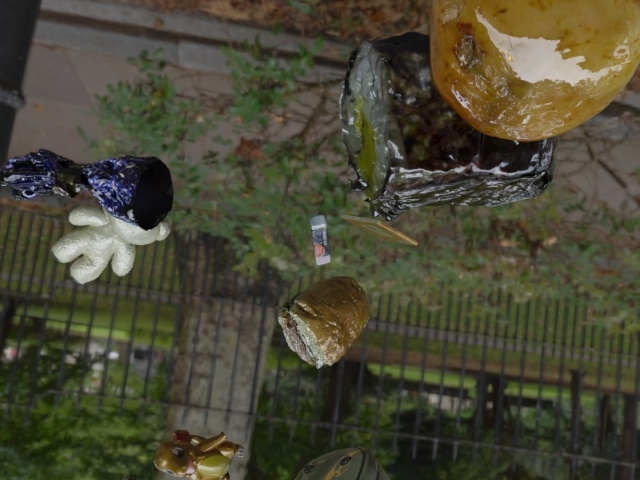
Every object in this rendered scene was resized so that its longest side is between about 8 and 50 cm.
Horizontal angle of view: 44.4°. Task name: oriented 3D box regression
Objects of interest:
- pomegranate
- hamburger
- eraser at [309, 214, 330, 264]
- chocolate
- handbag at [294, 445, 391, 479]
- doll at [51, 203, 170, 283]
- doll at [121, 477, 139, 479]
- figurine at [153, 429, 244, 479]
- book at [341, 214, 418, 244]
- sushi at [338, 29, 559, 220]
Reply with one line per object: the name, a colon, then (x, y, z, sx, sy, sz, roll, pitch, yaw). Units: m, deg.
pomegranate: (0.231, -0.223, 0.835, 0.248, 0.248, 0.248, 8, 171, 1)
hamburger: (0.026, 0.150, 1.645, 0.207, 0.155, 0.135, -33, -140, -27)
eraser: (0.000, 0.000, 1.235, 0.027, 0.019, 0.099, -12, 138, -5)
chocolate: (-0.439, -0.109, 1.384, 0.343, 0.126, 0.148, 12, -162, 14)
handbag: (0.061, 0.374, 0.750, 0.109, 0.241, 0.315, -19, 111, 37)
doll: (-0.507, -0.020, 1.858, 0.278, 0.149, 0.175, -33, 138, 11)
doll: (-0.338, 0.458, 1.363, 0.067, 0.091, 0.219, 24, 158, -16)
figurine: (-0.240, 0.393, 1.454, 0.122, 0.121, 0.176, 33, -172, 38)
book: (0.145, -0.025, 1.906, 0.118, 0.012, 0.172, 10, 168, 43)
sushi: (0.192, -0.192, 1.242, 0.294, 0.300, 0.281, -9, 157, -10)
